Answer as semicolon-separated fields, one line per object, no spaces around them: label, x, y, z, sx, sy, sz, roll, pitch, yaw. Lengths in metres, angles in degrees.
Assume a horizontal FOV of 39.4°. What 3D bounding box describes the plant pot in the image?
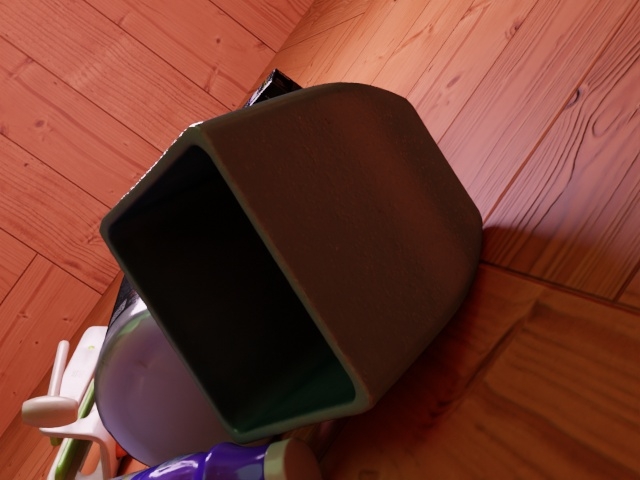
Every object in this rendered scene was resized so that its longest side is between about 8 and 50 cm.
plant pot;0.000;0.000;0.811;0.252;0.247;0.248;-32;1;-35

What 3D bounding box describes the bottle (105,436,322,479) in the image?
bottle;-0.134;0.245;0.806;0.282;0.092;0.118;-22;-8;23

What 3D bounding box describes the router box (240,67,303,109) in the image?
router box;-0.037;-0.154;1.343;0.133;0.179;0.046;-43;21;34

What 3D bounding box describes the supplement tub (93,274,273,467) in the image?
supplement tub;-0.144;0.105;1.056;0.207;0.207;0.338;-51;16;11

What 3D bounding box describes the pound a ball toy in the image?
pound a ball toy;-0.349;0.248;1.421;0.319;0.135;0.208;-83;-3;-61
